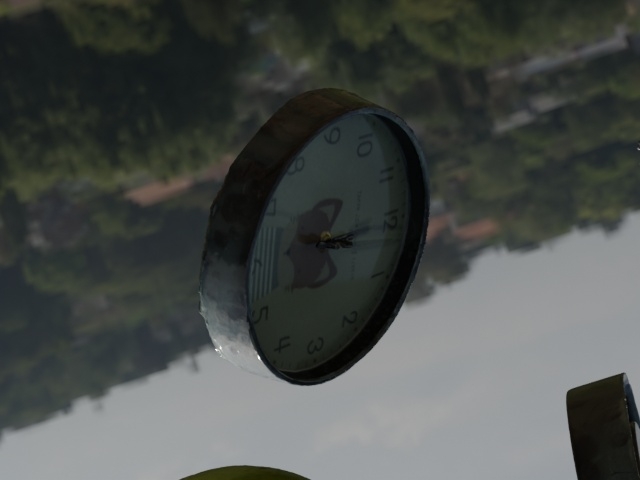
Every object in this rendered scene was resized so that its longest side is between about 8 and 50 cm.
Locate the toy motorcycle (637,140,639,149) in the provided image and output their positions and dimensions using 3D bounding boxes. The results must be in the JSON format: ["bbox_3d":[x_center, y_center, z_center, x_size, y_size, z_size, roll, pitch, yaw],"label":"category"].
[{"bbox_3d":[0.523,-0.137,2.408,0.143,0.188,0.327,-8,128,-40],"label":"toy motorcycle"}]

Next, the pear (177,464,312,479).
[{"bbox_3d":[-0.111,0.383,1.901,0.318,0.342,0.238,7,-163,41],"label":"pear"}]

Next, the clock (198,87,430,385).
[{"bbox_3d":[0.000,0.000,1.973,0.067,0.325,0.325,20,-157,36],"label":"clock"}]

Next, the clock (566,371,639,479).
[{"bbox_3d":[0.369,0.350,2.188,0.076,0.386,0.386,-14,179,10],"label":"clock"}]
